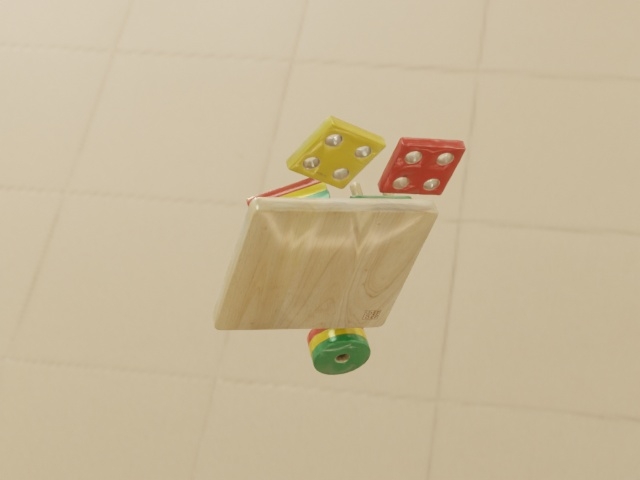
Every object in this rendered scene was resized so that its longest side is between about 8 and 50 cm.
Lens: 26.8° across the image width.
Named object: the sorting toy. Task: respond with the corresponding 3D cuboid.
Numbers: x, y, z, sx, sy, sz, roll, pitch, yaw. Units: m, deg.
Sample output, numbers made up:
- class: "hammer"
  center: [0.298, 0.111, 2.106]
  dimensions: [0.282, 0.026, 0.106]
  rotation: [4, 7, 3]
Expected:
- class: "sorting toy"
  center: [0.000, 0.000, 0.941]
  dimensions: [0.132, 0.274, 0.046]
  rotation: [0, 51, -20]
